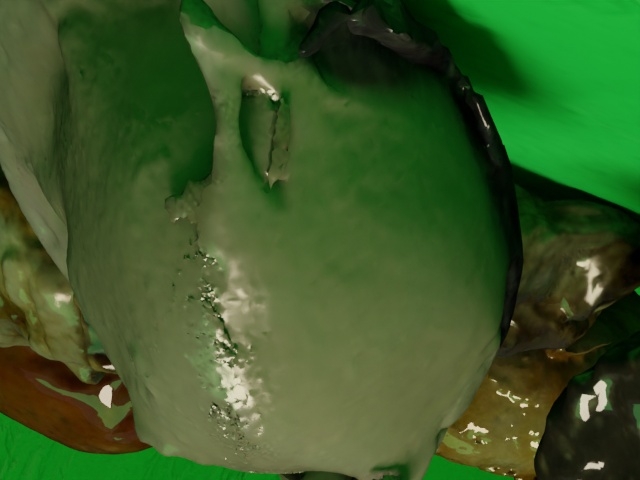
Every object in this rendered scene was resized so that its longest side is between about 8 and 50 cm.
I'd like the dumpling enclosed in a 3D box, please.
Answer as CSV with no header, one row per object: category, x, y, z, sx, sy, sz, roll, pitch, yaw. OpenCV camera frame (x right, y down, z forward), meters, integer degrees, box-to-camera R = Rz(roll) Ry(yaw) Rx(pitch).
dumpling,-0.022,-0.023,0.739,0.204,0.163,0.293,52,164,50

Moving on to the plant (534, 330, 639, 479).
plant,0.236,0.112,0.882,0.276,0.188,0.199,0,-176,-41

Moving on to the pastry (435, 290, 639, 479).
pastry,0.092,0.060,1.119,0.218,0.100,0.229,18,-162,35

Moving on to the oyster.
oyster,-0.003,0.006,0.939,0.337,0.133,0.198,2,152,-30

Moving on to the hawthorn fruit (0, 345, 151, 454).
hawthorn fruit,-0.104,0.020,1.107,0.208,0.208,0.248,24,179,-30
